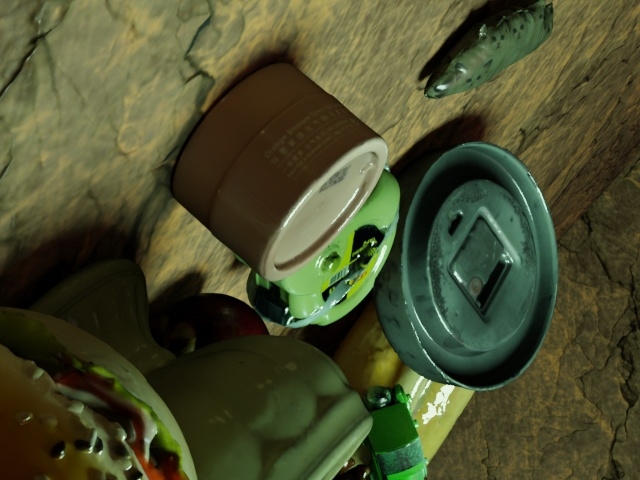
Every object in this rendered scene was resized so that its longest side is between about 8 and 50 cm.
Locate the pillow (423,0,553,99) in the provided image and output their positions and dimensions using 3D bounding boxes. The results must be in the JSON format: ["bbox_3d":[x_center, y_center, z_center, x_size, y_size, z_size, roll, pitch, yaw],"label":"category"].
[{"bbox_3d":[0.197,-0.220,1.277,0.241,0.051,0.093,-32,157,-41],"label":"pillow"}]

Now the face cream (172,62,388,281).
[{"bbox_3d":[-0.031,-0.054,0.944,0.149,0.104,0.149,-44,164,-16],"label":"face cream"}]

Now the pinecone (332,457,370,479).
[{"bbox_3d":[-0.083,0.370,1.398,0.398,0.398,0.397,-44,164,-16],"label":"pinecone"}]

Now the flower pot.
[{"bbox_3d":[-0.134,0.167,0.913,0.307,0.244,0.307,-47,170,-11],"label":"flower pot"}]

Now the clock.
[{"bbox_3d":[0.184,0.032,1.453,0.061,0.312,0.313,-3,-154,46],"label":"clock"}]

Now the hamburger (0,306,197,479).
[{"bbox_3d":[-0.207,0.172,0.673,0.300,0.300,0.176,-53,179,13],"label":"hamburger"}]

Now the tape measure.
[{"bbox_3d":[0.000,0.000,1.168,0.200,0.106,0.175,-40,149,-35],"label":"tape measure"}]

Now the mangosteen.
[{"bbox_3d":[-0.117,0.109,1.096,0.140,0.140,0.140,-44,164,-16],"label":"mangosteen"}]

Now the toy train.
[{"bbox_3d":[0.098,0.286,1.447,0.085,0.119,0.251,-18,129,-4],"label":"toy train"}]

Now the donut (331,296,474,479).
[{"bbox_3d":[0.121,0.190,1.683,0.448,0.198,0.449,-59,175,-9],"label":"donut"}]
